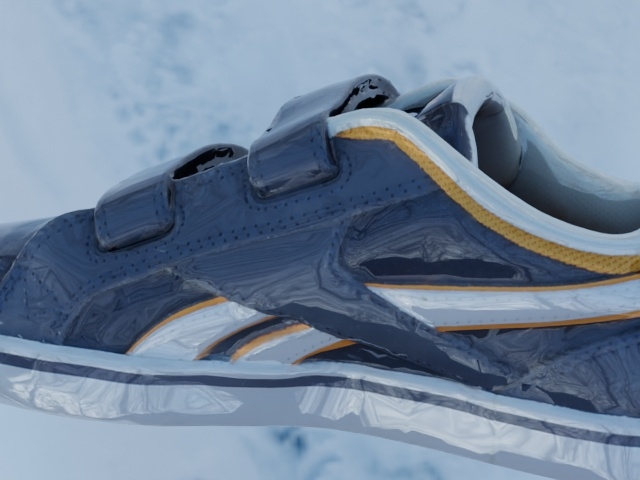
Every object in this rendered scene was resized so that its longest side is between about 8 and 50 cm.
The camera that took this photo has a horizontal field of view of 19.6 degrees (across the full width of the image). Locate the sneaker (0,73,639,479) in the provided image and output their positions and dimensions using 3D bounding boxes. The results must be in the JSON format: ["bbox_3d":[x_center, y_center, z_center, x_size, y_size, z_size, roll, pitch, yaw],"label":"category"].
[{"bbox_3d":[0.000,0.000,0.666,0.321,0.126,0.127,5,107,14],"label":"sneaker"}]
